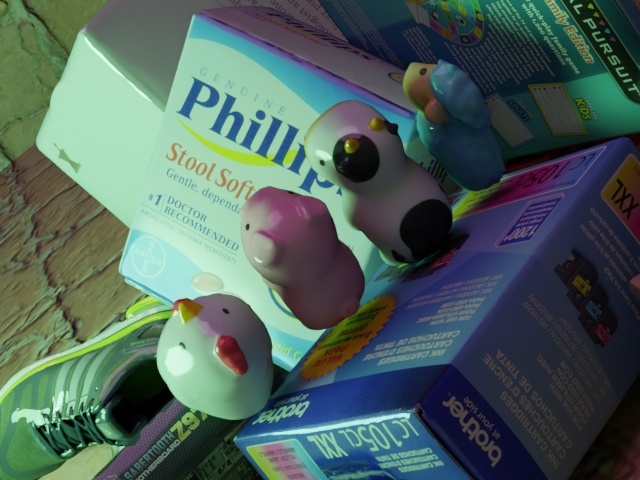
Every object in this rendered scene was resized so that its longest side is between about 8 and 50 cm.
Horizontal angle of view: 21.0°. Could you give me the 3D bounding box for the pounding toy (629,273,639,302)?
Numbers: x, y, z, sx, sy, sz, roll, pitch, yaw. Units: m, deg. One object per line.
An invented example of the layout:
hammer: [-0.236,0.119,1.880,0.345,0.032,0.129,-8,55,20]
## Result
pounding toy: [0.360,0.024,1.352,0.206,0.094,0.181,-31,16,-5]

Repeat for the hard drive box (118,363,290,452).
hard drive box: [-0.115,0.171,1.815,0.181,0.089,0.232,-35,22,13]

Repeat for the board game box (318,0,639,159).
board game box: [0.178,-0.203,1.617,0.336,0.254,0.079,-9,35,51]

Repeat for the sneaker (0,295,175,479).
sneaker: [-0.233,0.167,1.758,0.300,0.111,0.121,-37,25,15]

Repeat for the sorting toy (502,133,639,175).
sorting toy: [0.298,-0.126,1.740,0.257,0.089,0.255,-18,30,44]

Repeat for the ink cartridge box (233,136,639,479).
ink cartridge box: [0.112,0.113,1.428,0.270,0.151,0.395,-19,26,54]

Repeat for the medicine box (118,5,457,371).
medicine box: [-0.023,-0.049,1.682,0.149,0.263,0.289,-18,-50,-58]

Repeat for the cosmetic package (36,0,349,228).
cosmetic package: [-0.072,-0.195,2.035,0.393,0.327,0.329,-49,1,-25]

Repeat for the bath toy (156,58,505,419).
bath toy: [0.000,0.000,1.432,0.348,0.151,0.129,-44,-1,-12]

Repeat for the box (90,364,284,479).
box: [-0.098,0.207,1.563,0.183,0.232,0.059,-44,66,-12]
